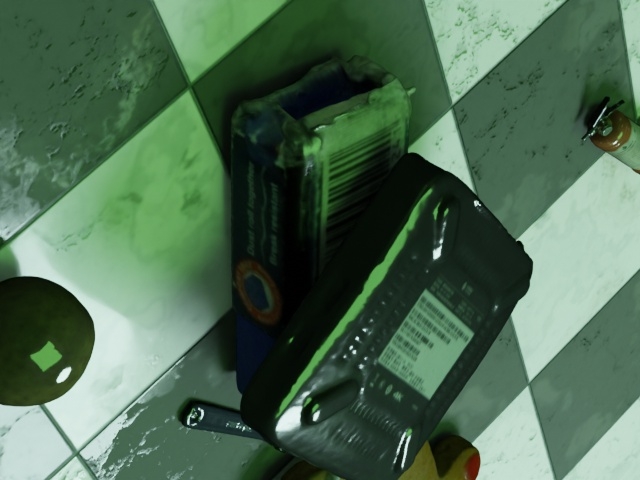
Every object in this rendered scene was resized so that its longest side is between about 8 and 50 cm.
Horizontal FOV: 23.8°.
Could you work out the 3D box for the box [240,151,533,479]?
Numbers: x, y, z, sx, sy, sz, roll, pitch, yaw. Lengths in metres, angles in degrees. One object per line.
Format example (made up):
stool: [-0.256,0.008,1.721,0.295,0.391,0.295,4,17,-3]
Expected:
box: [0.070,0.085,1.380,0.289,0.073,0.290,-56,149,-4]

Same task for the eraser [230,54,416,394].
eraser: [0.000,0.000,1.383,0.155,0.101,0.332,-28,136,-35]

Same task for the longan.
longan: [-0.235,0.076,1.181,0.119,0.106,0.106,36,88,-38]

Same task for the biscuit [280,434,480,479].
biscuit: [0.096,0.330,1.728,0.283,0.064,0.432,-49,139,-22]

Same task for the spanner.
spanner: [-0.067,0.184,1.515,0.208,0.012,0.046,21,99,-52]

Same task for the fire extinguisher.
fire extinguisher: [0.346,-0.118,1.723,0.062,0.050,0.177,-45,146,16]
